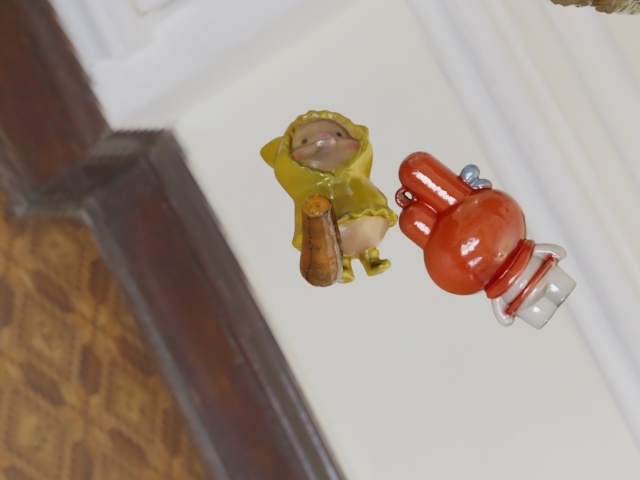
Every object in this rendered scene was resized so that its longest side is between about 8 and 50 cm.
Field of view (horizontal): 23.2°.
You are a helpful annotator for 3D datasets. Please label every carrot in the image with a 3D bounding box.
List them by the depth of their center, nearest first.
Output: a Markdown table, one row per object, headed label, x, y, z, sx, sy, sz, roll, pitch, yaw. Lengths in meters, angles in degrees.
| label | x | y | z | sx | sy | sz | roll | pitch | yaw |
| --- | --- | --- | --- | --- | --- | --- | --- | --- | --- |
| carrot | 0.000 | 0.000 | 1.847 | 0.161 | 0.055 | 0.055 | 88 | -10 | -57 |

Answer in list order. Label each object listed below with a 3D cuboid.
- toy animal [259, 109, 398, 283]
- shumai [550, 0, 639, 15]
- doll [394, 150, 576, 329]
| label | x | y | z | sx | sy | sz | roll | pitch | yaw |
| --- | --- | --- | --- | --- | --- | --- | --- | --- | --- |
| toy animal | 0.020 | -0.055 | 2.027 | 0.156 | 0.156 | 0.230 | 23 | 46 | -56 |
| shumai | 0.326 | -0.444 | 1.965 | 0.314 | 0.262 | 0.267 | 0 | 34 | -30 |
| doll | 0.211 | 0.000 | 2.123 | 0.290 | 0.161 | 0.130 | 39 | 11 | 4 |
